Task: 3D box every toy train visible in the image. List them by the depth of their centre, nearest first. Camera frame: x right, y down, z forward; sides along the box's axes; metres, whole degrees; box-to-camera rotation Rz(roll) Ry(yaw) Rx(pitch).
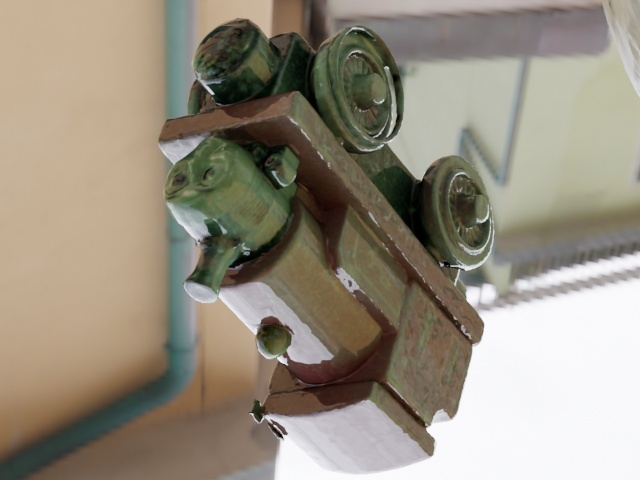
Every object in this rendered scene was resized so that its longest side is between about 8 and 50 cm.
[{"bbox_3d":[0.000,0.000,1.168,0.150,0.304,0.221,-11,-135,36],"label":"toy train"}]

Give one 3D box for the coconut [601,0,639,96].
[{"bbox_3d":[0.277,-0.136,0.643,0.353,0.352,0.352,2,-136,-2],"label":"coconut"}]
